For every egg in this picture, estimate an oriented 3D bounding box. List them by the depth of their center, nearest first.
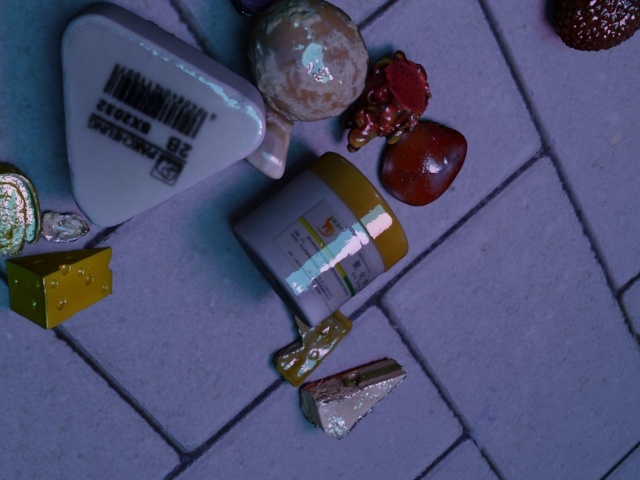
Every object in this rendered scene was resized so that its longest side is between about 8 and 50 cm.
[{"bbox_3d":[-0.024,-0.303,1.523,0.203,0.203,0.245,-51,151,-2],"label":"egg"}]

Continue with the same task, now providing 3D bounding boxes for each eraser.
[{"bbox_3d":[-0.236,-0.195,1.431,0.331,0.150,0.332,-3,113,-6],"label":"eraser"}]

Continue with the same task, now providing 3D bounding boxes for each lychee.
[{"bbox_3d":[0.549,-0.454,1.810,0.188,0.188,0.188,-12,116,-25],"label":"lychee"}]

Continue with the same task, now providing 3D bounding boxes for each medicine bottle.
[{"bbox_3d":[0.000,0.000,1.646,0.232,0.238,0.238,-39,124,-9],"label":"medicine bottle"}]

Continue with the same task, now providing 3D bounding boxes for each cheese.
[{"bbox_3d":[-0.418,0.070,1.541,0.171,0.126,0.093,-15,113,-45],"label":"cheese"}]

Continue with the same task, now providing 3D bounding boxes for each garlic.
[{"bbox_3d":[-0.118,-0.184,1.582,0.174,0.124,0.099,42,117,-5],"label":"garlic"}]

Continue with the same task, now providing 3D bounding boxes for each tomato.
[{"bbox_3d":[0.219,-0.142,1.795,0.189,0.099,0.173,12,102,-34],"label":"tomato"}]

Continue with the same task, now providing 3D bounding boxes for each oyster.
[{"bbox_3d":[-0.424,-0.022,1.530,0.083,0.019,0.054,6,106,-29],"label":"oyster"}]

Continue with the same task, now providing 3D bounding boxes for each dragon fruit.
[{"bbox_3d":[0.117,-0.244,1.683,0.133,0.150,0.208,40,95,-6],"label":"dragon fruit"}]

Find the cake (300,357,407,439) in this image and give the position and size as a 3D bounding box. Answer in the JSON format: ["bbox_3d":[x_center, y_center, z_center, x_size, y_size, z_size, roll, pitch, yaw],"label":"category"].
[{"bbox_3d":[0.073,0.336,1.922,0.220,0.086,0.117,-14,116,-24],"label":"cake"}]

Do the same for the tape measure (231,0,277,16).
[{"bbox_3d":[-0.111,-0.433,1.498,0.118,0.074,0.125,33,94,-36],"label":"tape measure"}]

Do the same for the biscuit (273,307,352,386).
[{"bbox_3d":[-0.038,0.187,1.827,0.183,0.039,0.174,-50,127,-3],"label":"biscuit"}]

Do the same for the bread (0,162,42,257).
[{"bbox_3d":[-0.502,-0.044,1.449,0.117,0.064,0.156,-13,117,-20],"label":"bread"}]
